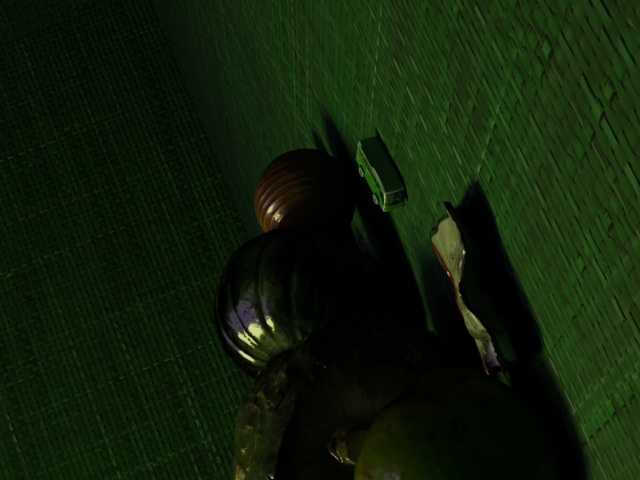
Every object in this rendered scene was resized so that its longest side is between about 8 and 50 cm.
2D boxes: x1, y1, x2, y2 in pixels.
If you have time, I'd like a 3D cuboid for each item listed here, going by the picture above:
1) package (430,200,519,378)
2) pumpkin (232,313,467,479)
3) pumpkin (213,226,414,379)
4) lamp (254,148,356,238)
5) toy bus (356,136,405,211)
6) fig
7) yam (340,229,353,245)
[{"bbox_3d":[0.142,0.048,1.296,0.232,0.040,0.166,64,-174,-81],"label":"package"},{"bbox_3d":[0.042,0.244,1.518,0.257,0.291,0.327,90,172,-78],"label":"pumpkin"},{"bbox_3d":[-0.010,0.100,1.722,0.250,0.250,0.216,78,-165,-51],"label":"pumpkin"},{"bbox_3d":[-0.019,-0.051,1.807,0.136,0.136,0.136,159,90,-83],"label":"lamp"},{"bbox_3d":[0.066,-0.072,1.526,0.037,0.031,0.083,93,156,-51],"label":"toy bus"},{"bbox_3d":[0.132,0.208,1.282,0.191,0.181,0.181,-3,113,46],"label":"fig"},{"bbox_3d":[0.000,0.000,1.993,0.093,0.093,0.259,-125,17,-63],"label":"yam"}]
